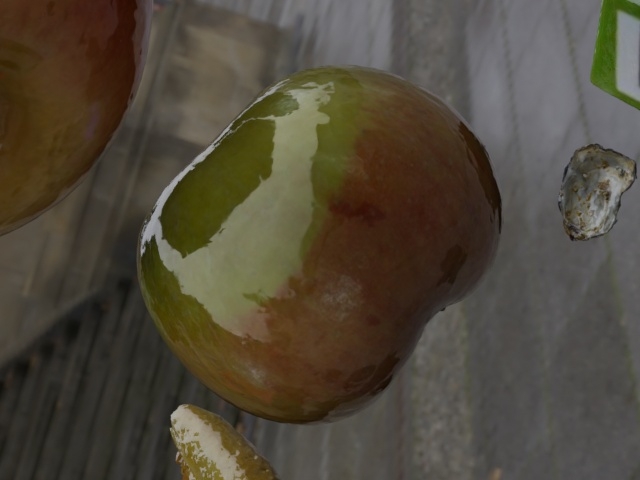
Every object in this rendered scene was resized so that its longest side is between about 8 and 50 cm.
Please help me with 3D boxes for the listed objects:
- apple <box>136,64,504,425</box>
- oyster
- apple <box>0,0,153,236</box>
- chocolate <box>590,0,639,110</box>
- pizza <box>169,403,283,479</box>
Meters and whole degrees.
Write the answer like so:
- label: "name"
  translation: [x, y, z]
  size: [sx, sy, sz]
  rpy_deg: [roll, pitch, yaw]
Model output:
- label: "apple"
  translation: [0.000, 0.000, 0.950]
  size: [0.261, 0.194, 0.261]
  rpy_deg: [-46, 3, 4]
- label: "oyster"
  translation: [0.207, -0.034, 1.116]
  size: [0.019, 0.054, 0.083]
  rpy_deg: [-20, -44, -55]
- label: "apple"
  translation: [-0.272, -0.158, 0.835]
  size: [0.364, 0.364, 0.364]
  rpy_deg: [-163, 90, -81]
- label: "chocolate"
  translation: [0.444, -0.206, 1.340]
  size: [0.289, 0.301, 0.137]
  rpy_deg: [-38, -42, -18]
- label: "pizza"
  translation: [-0.033, 0.288, 1.218]
  size: [0.258, 0.087, 0.268]
  rpy_deg: [16, 122, 54]
